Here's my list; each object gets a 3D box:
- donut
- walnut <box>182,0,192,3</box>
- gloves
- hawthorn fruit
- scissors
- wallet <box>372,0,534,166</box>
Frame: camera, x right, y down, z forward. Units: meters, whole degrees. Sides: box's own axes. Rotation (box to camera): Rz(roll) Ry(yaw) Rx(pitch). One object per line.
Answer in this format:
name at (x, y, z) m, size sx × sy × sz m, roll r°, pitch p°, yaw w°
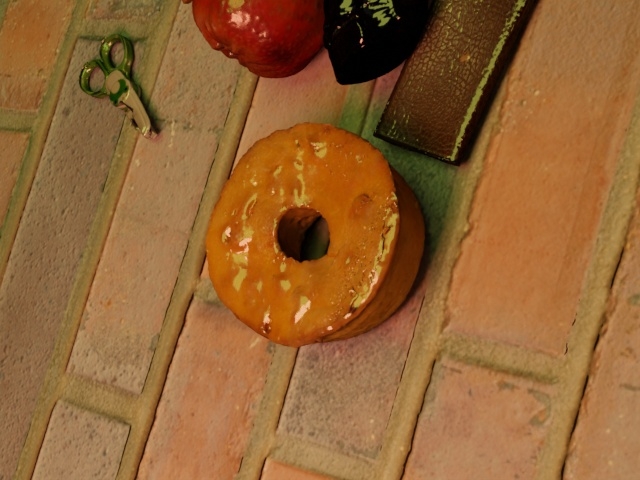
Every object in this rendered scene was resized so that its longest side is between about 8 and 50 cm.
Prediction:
donut at (0.002, 0.001, 1.634) m, size 0.277 × 0.108 × 0.278 m, roll -13°, pitch 68°, yaw 33°
walnut at (-0.121, -0.425, 1.859) m, size 0.245 × 0.137 × 0.137 m, roll -51°, pitch 51°, yaw 4°
gloves at (0.062, -0.305, 1.681) m, size 0.164 × 0.124 × 0.203 m, roll -33°, pitch 57°, yaw 30°
hawthorn fruit at (-0.060, -0.313, 1.748) m, size 0.179 × 0.179 × 0.200 m, roll 30°, pitch 92°, yaw 40°
scissors at (-0.279, -0.211, 1.972) m, size 0.101 × 0.027 × 0.204 m, roll -51°, pitch 50°, yaw 16°
wallet at (0.163, -0.214, 1.634) m, size 0.132 × 0.039 × 0.243 m, roll 23°, pitch 87°, yaw 36°
